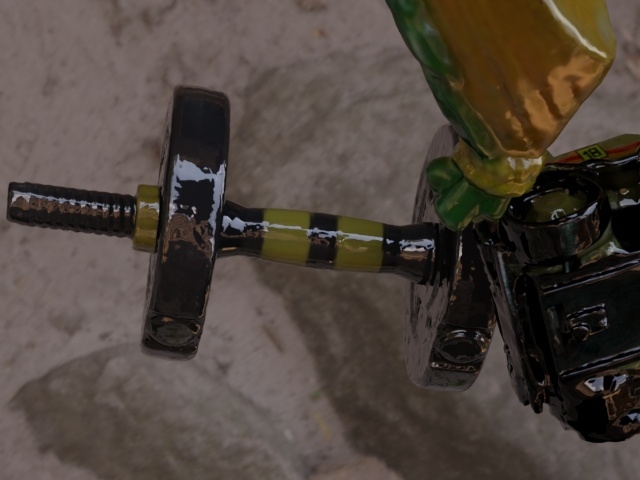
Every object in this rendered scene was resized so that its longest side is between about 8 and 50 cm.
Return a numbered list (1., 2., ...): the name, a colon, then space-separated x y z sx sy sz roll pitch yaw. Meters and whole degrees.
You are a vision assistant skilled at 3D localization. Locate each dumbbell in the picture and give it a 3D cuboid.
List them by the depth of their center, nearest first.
1. dumbbell: 0.000 0.000 0.823 0.325 0.143 0.143 7 64 -8

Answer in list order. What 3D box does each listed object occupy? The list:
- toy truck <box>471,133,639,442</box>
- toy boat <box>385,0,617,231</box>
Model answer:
1. toy truck: 0.197 -0.015 0.709 0.127 0.257 0.127 -100 173 -60
2. toy boat: 0.020 -0.111 0.501 0.230 0.088 0.089 60 33 -9
